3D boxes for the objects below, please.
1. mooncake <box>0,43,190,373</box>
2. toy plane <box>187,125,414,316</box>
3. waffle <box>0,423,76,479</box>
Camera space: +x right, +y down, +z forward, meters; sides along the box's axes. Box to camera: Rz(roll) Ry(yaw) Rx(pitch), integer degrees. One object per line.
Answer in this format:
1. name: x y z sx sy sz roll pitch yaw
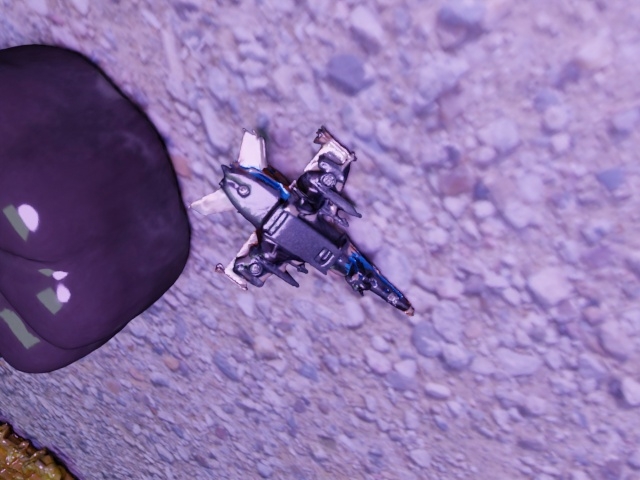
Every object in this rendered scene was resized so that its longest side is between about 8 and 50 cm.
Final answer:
1. mooncake: -0.272 -0.021 0.500 0.305 0.154 0.306 13 124 21
2. toy plane: 0.000 0.004 0.417 0.188 0.062 0.135 41 106 -4
3. waffle: -0.516 0.408 1.001 0.291 0.051 0.291 16 127 22
